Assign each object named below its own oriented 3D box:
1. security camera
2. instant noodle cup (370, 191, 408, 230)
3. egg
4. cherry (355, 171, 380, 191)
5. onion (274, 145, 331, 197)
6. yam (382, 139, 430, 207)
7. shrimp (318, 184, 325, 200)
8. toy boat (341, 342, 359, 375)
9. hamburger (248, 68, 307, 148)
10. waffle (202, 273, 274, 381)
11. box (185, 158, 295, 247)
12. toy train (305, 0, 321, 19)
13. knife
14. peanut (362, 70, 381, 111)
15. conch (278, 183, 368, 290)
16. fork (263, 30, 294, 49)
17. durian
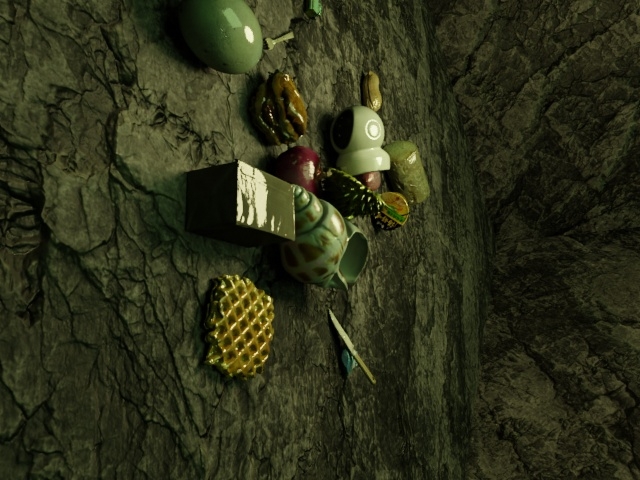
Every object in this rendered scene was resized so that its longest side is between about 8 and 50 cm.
[{"bbox_3d":[0.135,-0.343,1.897,0.194,0.194,0.236,-21,106,-61],"label":"security camera"},{"bbox_3d":[0.277,-0.125,2.170,0.122,0.151,0.151,-47,125,-69],"label":"instant noodle cup"},{"bbox_3d":[-0.230,-0.491,1.300,0.236,0.169,0.169,41,48,-58],"label":"egg"},{"bbox_3d":[0.189,-0.245,2.093,0.107,0.090,0.225,64,23,-9],"label":"cherry"},{"bbox_3d":[-0.056,-0.179,1.565,0.177,0.153,0.177,179,-90,-76],"label":"onion"},{"bbox_3d":[0.364,-0.277,2.341,0.161,0.161,0.268,-59,135,-49],"label":"yam"},{"bbox_3d":[-0.009,-0.068,1.728,0.152,0.046,0.219,-19,101,-64],"label":"shrimp"},{"bbox_3d":[0.097,0.399,1.835,0.149,0.034,0.105,61,30,-55],"label":"toy boat"},{"bbox_3d":[-0.098,-0.369,1.558,0.183,0.130,0.206,60,34,-39],"label":"hamburger"},{"bbox_3d":[-0.191,0.208,1.330,0.254,0.052,0.245,38,53,-53],"label":"waffle"},{"bbox_3d":[-0.183,-0.081,1.308,0.231,0.149,0.155,17,68,-59],"label":"box"},{"bbox_3d":[-0.023,-0.825,1.893,0.071,0.038,0.148,22,65,-55],"label":"toy train"},{"bbox_3d":[0.099,0.344,1.790,0.298,0.017,0.047,56,27,-12],"label":"knife"},{"bbox_3d":[0.206,-0.592,2.211,0.080,0.080,0.174,21,63,-58],"label":"peanut"},{"bbox_3d":[0.000,0.001,1.527,0.197,0.249,0.368,51,-18,29],"label":"conch"},{"bbox_3d":[-0.126,-0.610,1.676,0.034,0.028,0.219,63,30,-18],"label":"fork"},{"bbox_3d":[0.089,-0.143,1.642,0.355,0.169,0.157,-139,-136,-74],"label":"durian"}]
